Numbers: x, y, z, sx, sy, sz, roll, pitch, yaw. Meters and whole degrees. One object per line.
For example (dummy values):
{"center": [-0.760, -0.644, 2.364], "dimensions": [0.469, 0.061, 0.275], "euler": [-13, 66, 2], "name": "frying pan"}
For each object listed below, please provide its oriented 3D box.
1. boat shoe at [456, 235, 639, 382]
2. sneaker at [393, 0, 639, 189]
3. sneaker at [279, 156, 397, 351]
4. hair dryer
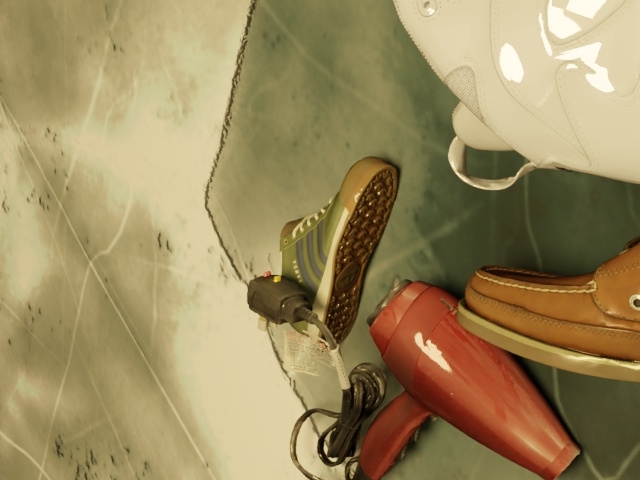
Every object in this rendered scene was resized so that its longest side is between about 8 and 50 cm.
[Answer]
{"center": [0.234, 0.042, 0.796], "dimensions": [0.307, 0.111, 0.104], "euler": [12, 104, 34], "name": "boat shoe"}
{"center": [0.150, -0.198, 0.659], "dimensions": [0.210, 0.137, 0.366], "euler": [-2, 92, 33], "name": "sneaker"}
{"center": [0.000, 0.000, 1.049], "dimensions": [0.086, 0.064, 0.192], "euler": [35, 126, 30], "name": "sneaker"}
{"center": [0.080, 0.130, 0.993], "dimensions": [0.293, 0.080, 0.223], "euler": [11, 128, 40], "name": "hair dryer"}
